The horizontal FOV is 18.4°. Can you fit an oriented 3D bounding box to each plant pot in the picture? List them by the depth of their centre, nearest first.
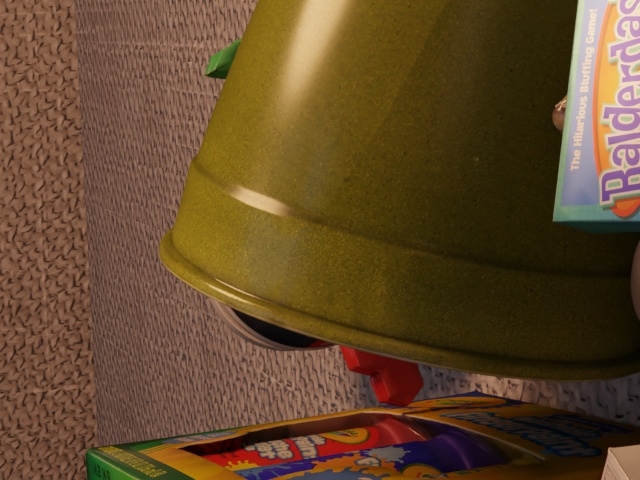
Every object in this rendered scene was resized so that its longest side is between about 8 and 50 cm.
[{"bbox_3d":[0.096,-0.125,1.413,0.366,0.366,0.353,-142,61,-65],"label":"plant pot"}]

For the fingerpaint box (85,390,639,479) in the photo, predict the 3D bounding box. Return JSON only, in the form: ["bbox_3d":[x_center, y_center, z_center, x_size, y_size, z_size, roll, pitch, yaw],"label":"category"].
[{"bbox_3d":[0.048,0.231,1.536,0.445,0.371,0.163,-176,80,-72],"label":"fingerpaint box"}]

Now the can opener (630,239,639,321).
[{"bbox_3d":[0.234,-0.051,1.249,0.076,0.095,0.283,88,180,-52],"label":"can opener"}]

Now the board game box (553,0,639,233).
[{"bbox_3d":[0.233,-0.084,1.119,0.210,0.047,0.160,0,81,47],"label":"board game box"}]

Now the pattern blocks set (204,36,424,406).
[{"bbox_3d":[0.039,-0.055,1.669,0.325,0.285,0.026,50,146,-12],"label":"pattern blocks set"}]

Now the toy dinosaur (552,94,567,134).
[{"bbox_3d":[0.261,-0.092,1.169,0.268,0.064,0.118,7,80,50],"label":"toy dinosaur"}]

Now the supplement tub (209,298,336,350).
[{"bbox_3d":[0.000,0.000,1.899,0.272,0.191,0.191,141,123,-68],"label":"supplement tub"}]

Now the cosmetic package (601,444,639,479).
[{"bbox_3d":[0.265,0.153,1.082,0.060,0.239,0.099,-117,29,-49],"label":"cosmetic package"}]
